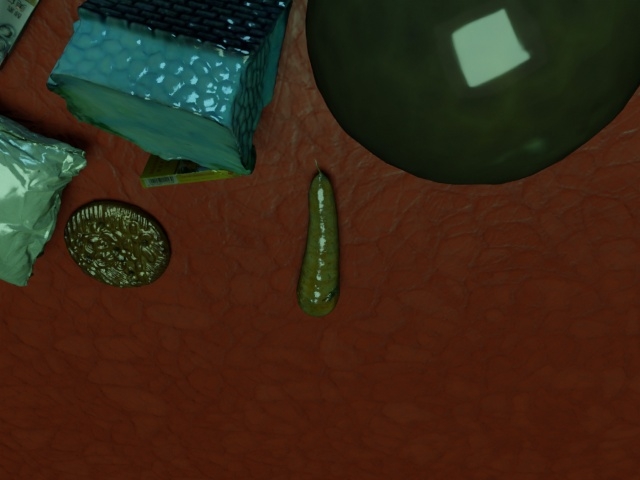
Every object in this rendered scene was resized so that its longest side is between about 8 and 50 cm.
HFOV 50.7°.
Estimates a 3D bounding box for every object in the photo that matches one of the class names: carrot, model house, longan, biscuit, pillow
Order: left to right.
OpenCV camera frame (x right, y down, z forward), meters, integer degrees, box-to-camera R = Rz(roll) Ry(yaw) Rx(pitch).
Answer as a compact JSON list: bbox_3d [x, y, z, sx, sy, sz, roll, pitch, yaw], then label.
[{"bbox_3d":[-0.549,-0.098,1.049,0.310,0.138,0.283,29,116,-19],"label":"pillow"},{"bbox_3d":[-0.355,0.011,1.180,0.187,0.027,0.188,3,128,4],"label":"biscuit"},{"bbox_3d":[-0.186,-0.247,0.898,0.261,0.241,0.226,17,171,6],"label":"model house"},{"bbox_3d":[0.000,0.000,1.118,0.078,0.078,0.298,3,123,3],"label":"carrot"},{"bbox_3d":[0.175,-0.254,0.742,0.404,0.336,0.405,3,97,26],"label":"longan"}]

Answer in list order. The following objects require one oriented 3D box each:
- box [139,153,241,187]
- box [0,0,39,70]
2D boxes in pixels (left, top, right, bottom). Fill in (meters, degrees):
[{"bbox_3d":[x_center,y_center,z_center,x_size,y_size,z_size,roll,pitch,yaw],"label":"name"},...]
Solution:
[{"bbox_3d":[-0.189,-0.120,1.026,0.155,0.087,0.023,-6,128,9],"label":"box"},{"bbox_3d":[-0.427,-0.315,0.928,0.055,0.040,0.218,34,123,-21],"label":"box"}]
